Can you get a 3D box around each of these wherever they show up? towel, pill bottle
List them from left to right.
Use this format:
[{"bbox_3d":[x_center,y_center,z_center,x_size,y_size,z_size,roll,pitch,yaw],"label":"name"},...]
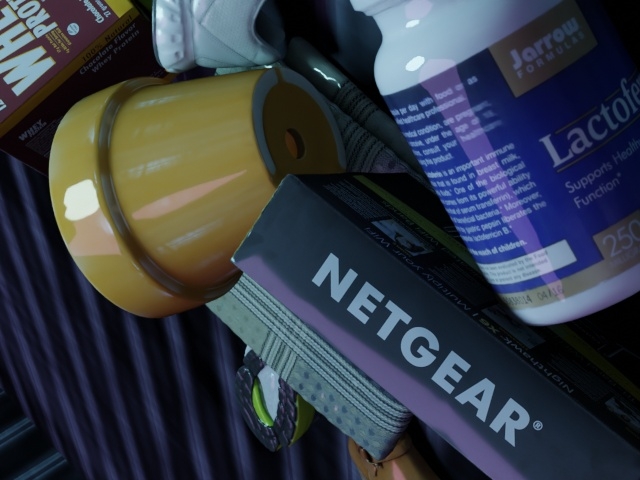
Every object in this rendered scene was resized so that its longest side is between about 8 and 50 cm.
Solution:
[{"bbox_3d":[0.000,0.000,1.350,0.324,0.056,0.312,41,134,22],"label":"towel"},{"bbox_3d":[0.127,-0.091,0.953,0.265,0.153,0.153,59,157,-10],"label":"pill bottle"}]

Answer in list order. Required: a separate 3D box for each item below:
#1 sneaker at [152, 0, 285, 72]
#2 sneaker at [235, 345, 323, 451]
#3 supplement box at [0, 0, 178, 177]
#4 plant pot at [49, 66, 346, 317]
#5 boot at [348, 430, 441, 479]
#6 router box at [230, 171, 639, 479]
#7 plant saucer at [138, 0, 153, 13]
[{"bbox_3d":[-0.073,-0.264,1.219,0.099,0.121,0.262,-77,-10,-60],"label":"sneaker"},{"bbox_3d":[-0.005,0.075,1.506,0.111,0.121,0.300,39,133,26],"label":"sneaker"},{"bbox_3d":[-0.265,-0.185,1.471,0.129,0.191,0.194,49,-178,14],"label":"supplement box"},{"bbox_3d":[-0.089,-0.055,1.238,0.188,0.205,0.205,-18,108,33],"label":"plant pot"},{"bbox_3d":[0.089,0.240,1.589,0.197,0.073,0.152,21,136,49],"label":"boot"},{"bbox_3d":[0.116,0.070,1.062,0.309,0.081,0.243,39,-164,17],"label":"router box"},{"bbox_3d":[-0.160,-0.310,1.373,0.241,0.037,0.241,44,155,27],"label":"plant saucer"}]
